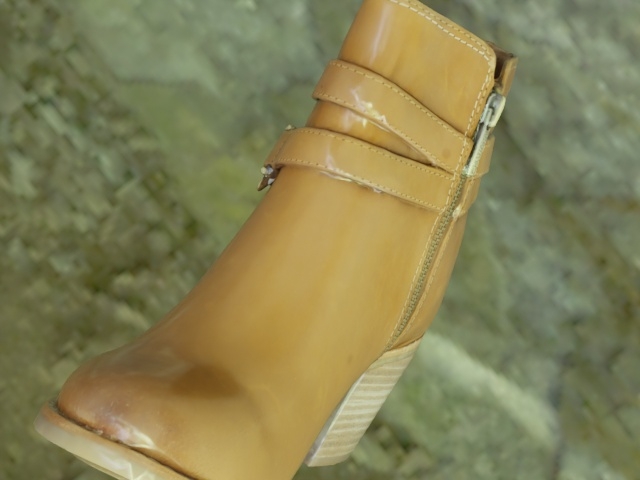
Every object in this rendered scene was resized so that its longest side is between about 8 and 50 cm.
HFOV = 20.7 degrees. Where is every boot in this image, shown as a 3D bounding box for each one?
[{"bbox_3d":[0.000,0.000,0.747,0.109,0.220,0.283,29,11,23],"label":"boot"}]
